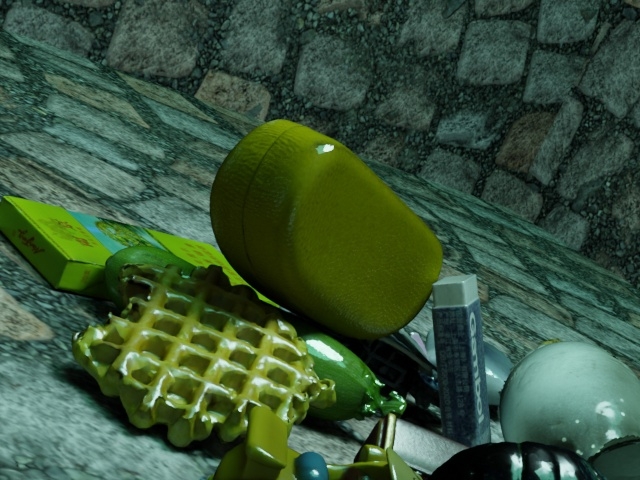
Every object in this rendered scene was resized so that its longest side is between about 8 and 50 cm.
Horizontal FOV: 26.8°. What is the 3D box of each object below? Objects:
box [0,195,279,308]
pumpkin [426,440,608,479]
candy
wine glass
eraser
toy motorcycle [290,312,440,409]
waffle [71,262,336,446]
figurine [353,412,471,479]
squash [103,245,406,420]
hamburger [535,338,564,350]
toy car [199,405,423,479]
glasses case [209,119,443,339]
[{"bbox_3d":[-0.227,0.030,1.691,0.335,0.047,0.187,14,16,-43],"label":"box"},{"bbox_3d":[0.182,0.257,1.240,0.194,0.194,0.150,26,41,1],"label":"pumpkin"},{"bbox_3d":[0.210,0.179,1.911,0.138,0.071,0.174,26,10,3],"label":"candy"},{"bbox_3d":[0.321,0.244,1.560,0.190,0.190,0.357,24,10,-8],"label":"wine glass"},{"bbox_3d":[0.171,0.151,1.624,0.046,0.212,0.092,-5,3,16],"label":"eraser"},{"bbox_3d":[0.059,0.130,1.736,0.239,0.108,0.204,46,8,-23],"label":"toy motorcycle"},{"bbox_3d":[-0.127,0.109,1.357,0.291,0.051,0.291,18,30,-11],"label":"waffle"},{"bbox_3d":[0.114,0.253,1.366,0.154,0.082,0.098,25,25,-10],"label":"figurine"},{"bbox_3d":[-0.080,0.113,1.507,0.378,0.101,0.101,28,11,5],"label":"squash"},{"bbox_3d":[0.365,0.240,1.909,0.206,0.130,0.183,44,12,-4],"label":"hamburger"},{"bbox_3d":[0.022,0.229,1.068,0.248,0.142,0.200,22,12,-8],"label":"toy car"},{"bbox_3d":[0.000,0.000,1.518,0.141,0.173,0.371,24,-8,33],"label":"glasses case"}]
